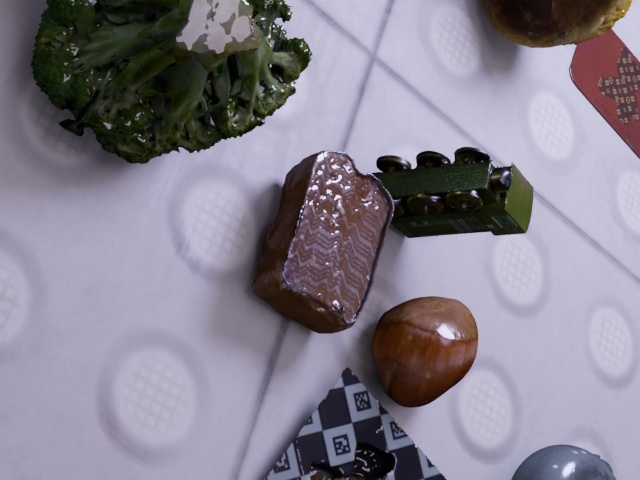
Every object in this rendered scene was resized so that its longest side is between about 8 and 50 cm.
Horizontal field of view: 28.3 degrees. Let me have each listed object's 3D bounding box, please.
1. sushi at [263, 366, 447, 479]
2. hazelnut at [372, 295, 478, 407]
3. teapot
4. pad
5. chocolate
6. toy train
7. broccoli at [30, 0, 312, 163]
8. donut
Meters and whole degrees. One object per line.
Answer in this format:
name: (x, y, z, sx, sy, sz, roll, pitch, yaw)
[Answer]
sushi: (0.036, 0.320, 1.605, 0.231, 0.047, 0.219, 49, 56, -15)
hazelnut: (0.143, 0.151, 1.689, 0.150, 0.150, 0.150, 13, 70, -39)
teapot: (0.342, 0.390, 1.807, 0.294, 0.129, 0.193, -42, 106, -38)
pad: (0.536, -0.267, 2.246, 0.267, 0.004, 0.181, 42, 54, -26)
chocolate: (0.000, 0.000, 1.629, 0.148, 0.093, 0.214, 36, 58, -31)
toy train: (0.168, -0.059, 1.723, 0.137, 0.225, 0.090, 39, 55, -48)
broccoli: (-0.163, -0.245, 1.429, 0.321, 0.283, 0.304, -16, 100, -25)
donut: (0.374, -0.465, 1.967, 0.160, 0.330, 0.330, -11, 86, -54)
